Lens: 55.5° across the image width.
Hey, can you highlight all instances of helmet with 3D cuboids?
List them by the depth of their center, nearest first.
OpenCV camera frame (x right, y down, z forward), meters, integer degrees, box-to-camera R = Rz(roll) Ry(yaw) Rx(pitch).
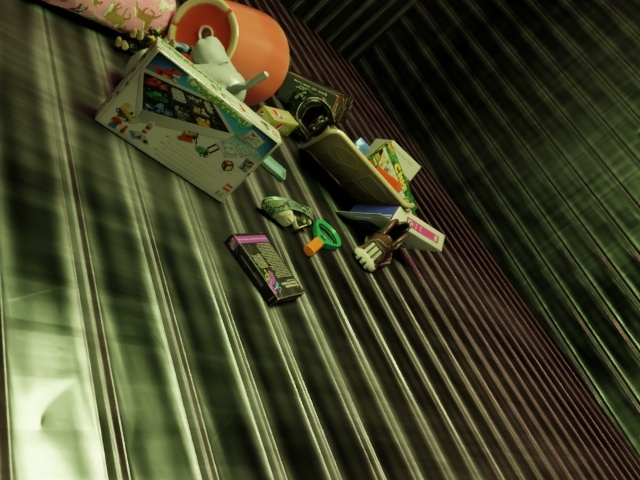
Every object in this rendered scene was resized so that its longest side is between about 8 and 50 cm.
[{"bbox_3d":[-0.039,-0.421,2.045,0.169,0.169,0.161,40,2,-22],"label":"helmet"}]

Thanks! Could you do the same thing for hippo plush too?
[{"bbox_3d":[-0.296,-0.304,1.317,0.236,0.235,0.294,-10,38,-32],"label":"hippo plush"}]

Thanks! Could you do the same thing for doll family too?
[{"bbox_3d":[-0.376,-0.454,1.427,0.192,0.076,0.111,26,10,15],"label":"doll family"}]

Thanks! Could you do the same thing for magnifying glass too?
[{"bbox_3d":[0.000,0.000,1.558,0.092,0.026,0.231,49,18,0],"label":"magnifying glass"}]

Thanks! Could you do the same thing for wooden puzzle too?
[{"bbox_3d":[0.121,-0.221,1.913,0.348,0.080,0.322,42,-11,-12],"label":"wooden puzzle"}]

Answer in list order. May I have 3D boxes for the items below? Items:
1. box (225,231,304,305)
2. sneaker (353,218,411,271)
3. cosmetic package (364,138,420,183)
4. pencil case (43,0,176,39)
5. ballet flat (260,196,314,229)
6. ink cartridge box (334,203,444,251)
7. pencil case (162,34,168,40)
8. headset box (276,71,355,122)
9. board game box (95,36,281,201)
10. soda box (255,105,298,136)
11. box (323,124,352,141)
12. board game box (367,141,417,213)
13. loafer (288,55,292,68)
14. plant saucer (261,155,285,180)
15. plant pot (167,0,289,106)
[{"bbox_3d":[-0.110,0.054,1.220,0.162,0.029,0.116,53,21,15],"label":"box"},{"bbox_3d":[0.206,-0.002,1.777,0.106,0.162,0.281,49,20,1],"label":"sneaker"},{"bbox_3d":[0.224,-0.246,2.172,0.151,0.184,0.151,39,-2,-22],"label":"cosmetic package"},{"bbox_3d":[-0.503,-0.576,1.375,0.167,0.160,0.386,28,13,22],"label":"pencil case"},{"bbox_3d":[-0.071,-0.061,1.466,0.188,0.070,0.070,9,43,-56],"label":"ballet flat"},{"bbox_3d":[0.225,-0.049,1.912,0.175,0.069,0.370,6,-11,42],"label":"ink cartridge box"},{"bbox_3d":[-0.445,-0.610,1.660,0.209,0.095,0.098,47,35,4],"label":"pencil case"},{"bbox_3d":[-0.016,-0.531,2.267,0.218,0.110,0.293,28,18,11],"label":"headset box"},{"bbox_3d":[-0.252,-0.224,1.193,0.305,0.193,0.053,35,24,-34],"label":"board game box"},{"bbox_3d":[-0.139,-0.370,1.893,0.061,0.058,0.181,52,21,10],"label":"soda box"},{"bbox_3d":[0.097,-0.336,2.300,0.231,0.056,0.183,35,23,-32],"label":"box"},{"bbox_3d":[0.246,-0.191,2.057,0.136,0.030,0.260,-47,118,-45],"label":"board game box"},{"bbox_3d":[-0.226,-0.725,2.347,0.267,0.096,0.084,27,48,-32],"label":"loafer"},{"bbox_3d":[-0.169,-0.233,1.639,0.192,0.018,0.067,41,21,-22],"label":"plant saucer"},{"bbox_3d":[-0.246,-0.498,1.570,0.275,0.275,0.243,52,16,9],"label":"plant pot"}]
